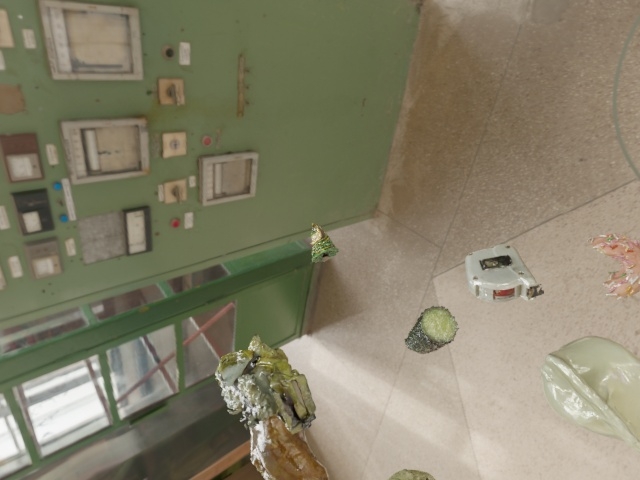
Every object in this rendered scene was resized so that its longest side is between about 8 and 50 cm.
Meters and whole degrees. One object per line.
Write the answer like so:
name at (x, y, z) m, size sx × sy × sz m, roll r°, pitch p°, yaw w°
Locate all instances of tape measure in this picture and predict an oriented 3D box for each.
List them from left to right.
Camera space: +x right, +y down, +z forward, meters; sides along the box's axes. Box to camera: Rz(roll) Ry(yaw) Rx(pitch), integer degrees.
tape measure at (0.743, 0.139, 1.738) m, size 0.258 × 0.265 × 0.130 m, roll -93°, pitch -11°, yaw -50°

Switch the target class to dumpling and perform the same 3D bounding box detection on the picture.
dumpling at (0.695, 0.384, 0.972) m, size 0.233 × 0.395 × 0.316 m, roll -51°, pitch 41°, yaw 26°

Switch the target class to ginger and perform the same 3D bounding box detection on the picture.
ginger at (-0.098, 0.542, 1.115) m, size 0.165 × 0.172 × 0.321 m, roll 49°, pitch -171°, yaw -52°

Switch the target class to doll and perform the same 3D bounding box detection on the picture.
doll at (0.011, 0.002, 1.155) m, size 0.078 × 0.076 × 0.113 m, roll 99°, pitch 169°, yaw -65°

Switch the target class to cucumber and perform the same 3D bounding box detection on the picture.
cucumber at (0.282, 0.258, 1.128) m, size 0.096 × 0.096 × 0.359 m, roll 56°, pitch 170°, yaw 19°

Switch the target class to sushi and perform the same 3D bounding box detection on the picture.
sushi at (-0.124, 0.274, 0.814) m, size 0.291 × 0.131 × 0.139 m, roll -4°, pitch 106°, yaw 58°

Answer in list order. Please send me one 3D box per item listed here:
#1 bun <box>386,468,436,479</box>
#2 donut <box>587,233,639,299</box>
bun at (0.279, 0.741, 1.120) m, size 0.259 × 0.259 × 0.152 m, roll 43°, pitch 115°, yaw 33°
donut at (0.726, 0.056, 0.998) m, size 0.117 × 0.065 × 0.166 m, roll -29°, pitch 81°, yaw 43°
